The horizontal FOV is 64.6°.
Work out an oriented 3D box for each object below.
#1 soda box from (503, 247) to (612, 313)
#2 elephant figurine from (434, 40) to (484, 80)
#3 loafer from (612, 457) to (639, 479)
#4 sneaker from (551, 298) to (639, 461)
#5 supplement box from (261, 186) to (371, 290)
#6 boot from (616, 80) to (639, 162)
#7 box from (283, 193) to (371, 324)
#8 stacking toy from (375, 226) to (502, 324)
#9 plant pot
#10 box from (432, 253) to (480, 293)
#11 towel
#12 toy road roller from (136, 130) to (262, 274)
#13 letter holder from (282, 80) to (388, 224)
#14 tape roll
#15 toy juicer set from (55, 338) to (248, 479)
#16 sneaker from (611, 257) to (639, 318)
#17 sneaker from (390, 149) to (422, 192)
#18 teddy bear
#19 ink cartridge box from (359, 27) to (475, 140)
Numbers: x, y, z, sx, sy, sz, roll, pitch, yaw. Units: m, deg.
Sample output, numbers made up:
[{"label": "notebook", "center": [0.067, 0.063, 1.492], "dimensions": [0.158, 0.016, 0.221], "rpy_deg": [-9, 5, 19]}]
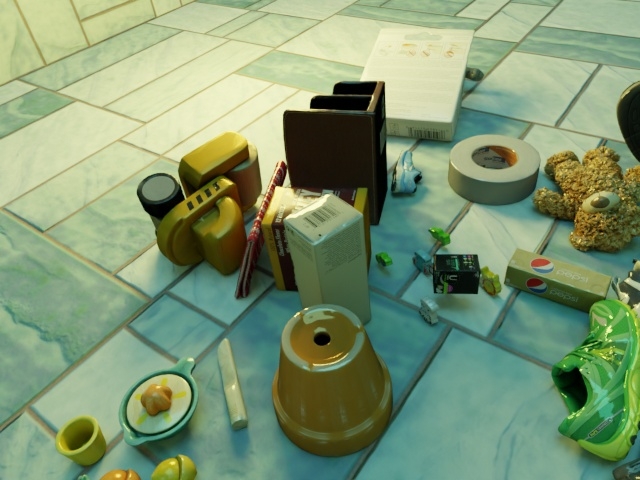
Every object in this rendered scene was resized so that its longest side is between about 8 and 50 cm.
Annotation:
[{"label": "soda box", "center": [0.465, 0.080, 1.001], "dimensions": [0.182, 0.058, 0.061], "rpy_deg": [20, 48, 28]}, {"label": "elephant figurine", "center": [0.390, -0.580, 1.696], "dimensions": [0.240, 0.169, 0.185], "rpy_deg": [-7, 80, -8]}, {"label": "loafer", "center": [0.540, 0.289, 0.735], "dimensions": [0.268, 0.096, 0.084], "rpy_deg": [-29, 40, -20]}, {"label": "sneaker", "center": [0.451, 0.202, 0.828], "dimensions": [0.124, 0.109, 0.295], "rpy_deg": [15, 47, 18]}, {"label": "supplement box", "center": [0.000, 0.000, 1.060], "dimensions": [0.194, 0.191, 0.129], "rpy_deg": [2, 42, 12]}, {"label": "boot", "center": [0.809, -0.260, 1.168], "dimensions": [0.378, 0.138, 0.284], "rpy_deg": [36, 41, -10]}, {"label": "box", "center": [0.019, 0.060, 0.926], "dimensions": [0.113, 0.275, 0.094], "rpy_deg": [-30, 46, -24]}, {"label": "stacking toy", "center": [0.239, 0.066, 1.061], "dimensions": [0.167, 0.052, 0.221], "rpy_deg": [-22, 42, -18]}, {"label": "plant pot", "center": [0.014, 0.211, 0.825], "dimensions": [0.205, 0.187, 0.205], "rpy_deg": [-4, 42, 4]}, {"label": "box", "center": [0.259, 0.064, 0.969], "dimensions": [0.084, 0.062, 0.052], "rpy_deg": [0, 38, 9]}, {"label": "towel", "center": [-0.128, -0.028, 1.117], "dimensions": [0.031, 0.198, 0.274], "rpy_deg": [17, 44, -3]}, {"label": "toy road roller", "center": [-0.232, -0.070, 1.178], "dimensions": [0.241, 0.202, 0.330], "rpy_deg": [37, 62, 24]}, {"label": "letter holder", "center": [0.040, -0.205, 1.199], "dimensions": [0.215, 0.301, 0.151], "rpy_deg": [5, 43, 14]}, {"label": "tape roll", "center": [0.438, -0.184, 1.288], "dimensions": [0.220, 0.072, 0.219], "rpy_deg": [-5, 42, 4]}, {"label": "toy juicer set", "center": [-0.249, 0.298, 0.842], "dimensions": [0.329, 0.089, 0.209], "rpy_deg": [-31, 47, -25]}, {"label": "sneaker", "center": [0.658, 0.085, 0.938], "dimensions": [0.235, 0.094, 0.152], "rpy_deg": [-17, 50, 4]}, {"label": "sneaker", "center": [0.230, -0.175, 1.333], "dimensions": [0.073, 0.063, 0.162], "rpy_deg": [16, 48, 0]}, {"label": "teddy bear", "center": [0.625, -0.123, 1.164], "dimensions": [0.245, 0.113, 0.338], "rpy_deg": [13, 45, 25]}, {"label": "ink cartridge box", "center": [0.286, -0.489, 1.555], "dimensions": [0.309, 0.091, 0.384], "rpy_deg": [10, 63, 20]}]
